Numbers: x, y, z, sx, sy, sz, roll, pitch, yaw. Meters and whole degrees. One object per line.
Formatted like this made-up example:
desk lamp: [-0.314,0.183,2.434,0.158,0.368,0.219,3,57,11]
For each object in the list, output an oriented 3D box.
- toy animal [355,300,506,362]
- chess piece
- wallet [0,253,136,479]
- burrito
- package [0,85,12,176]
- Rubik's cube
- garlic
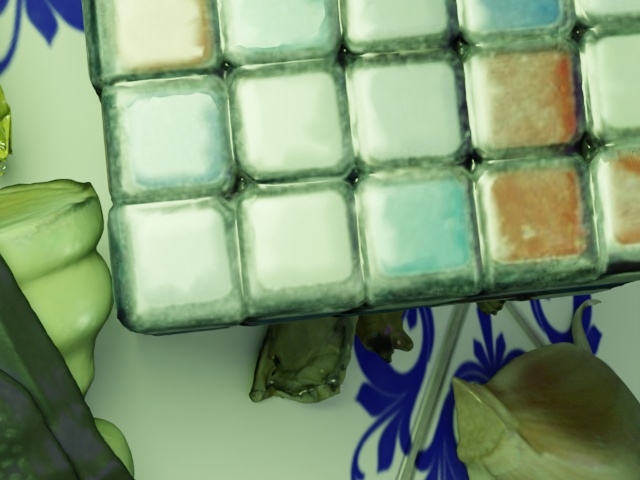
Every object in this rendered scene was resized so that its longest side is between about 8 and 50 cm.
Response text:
toy animal: [0.061,-0.021,1.232,0.101,0.103,0.218,3,81,-34]
chess piece: [-0.148,0.101,0.883,0.133,0.133,0.243,-30,112,-52]
wallet: [-0.187,0.162,0.787,0.247,0.041,0.323,-32,116,-18]
burrito: [-0.001,0.001,1.154,0.058,0.063,0.229,18,66,-20]
package: [-0.234,-0.120,0.841,0.168,0.090,0.226,-30,103,-54]
Rubik's cube: [0.024,-0.104,0.929,0.293,0.287,0.292,123,-40,-83]
garlic: [0.209,0.147,1.391,0.266,0.128,0.148,-29,118,-63]
